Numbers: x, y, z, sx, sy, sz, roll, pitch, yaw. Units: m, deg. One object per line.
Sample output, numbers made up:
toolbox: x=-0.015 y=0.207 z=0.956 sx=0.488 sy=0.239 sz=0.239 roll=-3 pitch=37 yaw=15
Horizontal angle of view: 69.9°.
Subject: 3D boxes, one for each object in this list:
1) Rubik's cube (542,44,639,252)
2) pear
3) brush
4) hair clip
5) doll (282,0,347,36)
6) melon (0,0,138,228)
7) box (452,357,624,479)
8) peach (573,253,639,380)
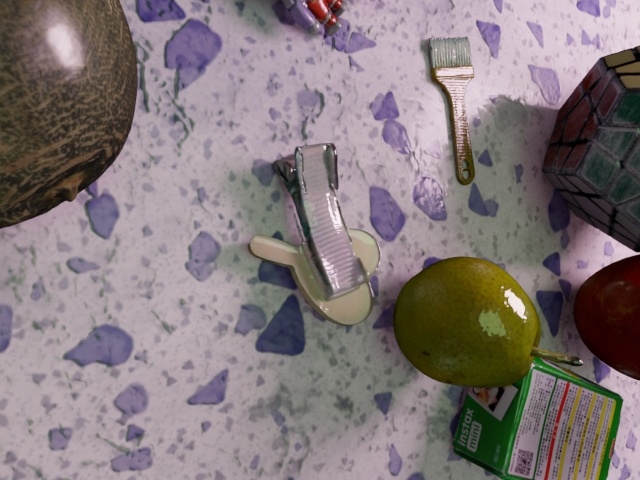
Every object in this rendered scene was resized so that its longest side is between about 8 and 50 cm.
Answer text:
Rubik's cube: x=0.509 y=-0.140 z=0.685 sx=0.319 sy=0.264 sz=0.319 roll=0 pitch=90 yaw=-26
pear: x=0.200 y=0.111 z=0.562 sx=0.166 sy=0.216 sz=0.180 roll=-57 pitch=144 yaw=-14
brush: x=0.204 y=-0.191 z=0.679 sx=0.082 sy=0.010 sz=0.218 roll=-12 pitch=96 yaw=-26
hair clip: x=-0.003 y=0.001 z=0.543 sx=0.159 sy=0.071 sz=0.219 roll=-19 pitch=92 yaw=-22
doll: x=-0.058 y=-0.323 z=0.515 sx=0.227 sy=0.075 sz=0.102 roll=26 pitch=64 yaw=-33
melon: x=-0.280 y=-0.162 z=0.315 sx=0.248 sy=0.248 sz=0.329 roll=-40 pitch=103 yaw=-21
box: x=0.330 y=0.269 z=0.688 sx=0.250 sy=0.103 sz=0.180 roll=24 pitch=79 yaw=-23
peach: x=0.530 y=0.116 z=0.713 sx=0.243 sy=0.243 sz=0.199 roll=8 pitch=50 yaw=-26
